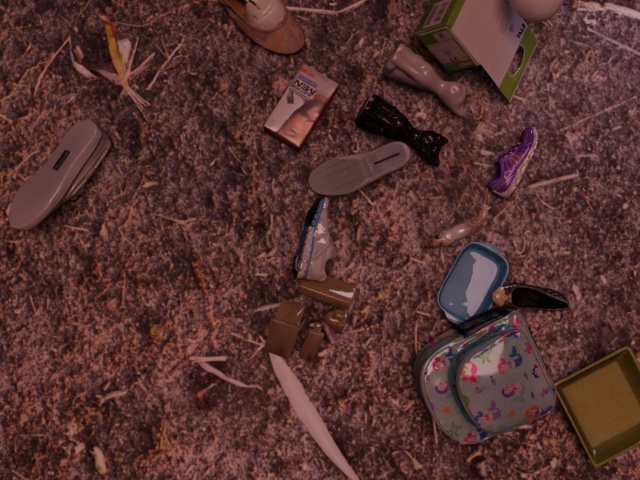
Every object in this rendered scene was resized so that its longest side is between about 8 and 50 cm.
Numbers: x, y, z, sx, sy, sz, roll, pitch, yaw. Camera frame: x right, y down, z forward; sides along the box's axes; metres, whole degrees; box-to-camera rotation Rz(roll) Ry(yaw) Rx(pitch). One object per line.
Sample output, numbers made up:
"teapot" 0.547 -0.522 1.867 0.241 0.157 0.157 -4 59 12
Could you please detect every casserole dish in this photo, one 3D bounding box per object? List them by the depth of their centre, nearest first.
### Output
"casserole dish" 0.324 0.093 1.307 0.114 0.037 0.188 30 82 2

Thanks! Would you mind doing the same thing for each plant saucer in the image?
"plant saucer" 0.603 0.345 1.282 0.188 0.045 0.189 -25 85 -5

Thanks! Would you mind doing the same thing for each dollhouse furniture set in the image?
"dollhouse furniture set" -0.022 0.165 1.289 0.144 0.123 0.151 19 48 0

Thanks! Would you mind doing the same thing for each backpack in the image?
"backpack" 0.320 0.277 1.213 0.253 0.191 0.225 -24 93 2

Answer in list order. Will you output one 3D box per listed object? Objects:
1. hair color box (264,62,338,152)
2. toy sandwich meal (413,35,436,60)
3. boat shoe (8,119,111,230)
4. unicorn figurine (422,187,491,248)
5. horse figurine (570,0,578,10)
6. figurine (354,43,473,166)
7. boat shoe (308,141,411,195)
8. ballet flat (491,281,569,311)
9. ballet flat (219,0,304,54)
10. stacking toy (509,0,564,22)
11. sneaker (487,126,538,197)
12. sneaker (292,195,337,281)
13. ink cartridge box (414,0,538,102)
"hair color box" -0.042 -0.290 1.332 0.093 0.053 0.167 30 84 1
"toy sandwich meal" 0.253 -0.446 1.375 0.085 0.029 0.086 0 83 -2
"boat shoe" -0.538 -0.126 1.275 0.096 0.088 0.268 23 75 24
"unicorn figurine" 0.296 -0.026 1.283 0.162 0.111 0.060 -40 85 -7
"horse figurine" 0.500 -0.609 1.384 0.263 0.066 0.175 0 76 5
"figurine" 0.214 -0.298 1.335 0.209 0.092 0.215 30 82 -6
"boat shoe" 0.089 -0.148 1.310 0.226 0.076 0.083 -14 88 15
"ballet flat" 0.443 0.120 1.287 0.173 0.049 0.058 4 96 -13
"ballet flat" -0.165 -0.531 1.331 0.316 0.106 0.108 39 83 2
"stacking toy" 0.421 -0.686 1.253 0.350 0.350 0.481 -2 83 -3
"sneaker" 0.421 -0.178 1.332 0.071 0.068 0.170 28 83 7
"sneaker" 0.000 0.000 1.292 0.082 0.071 0.191 18 74 -17
"ink cartridge box" 0.351 -0.449 1.345 0.255 0.097 0.189 37 72 -32
